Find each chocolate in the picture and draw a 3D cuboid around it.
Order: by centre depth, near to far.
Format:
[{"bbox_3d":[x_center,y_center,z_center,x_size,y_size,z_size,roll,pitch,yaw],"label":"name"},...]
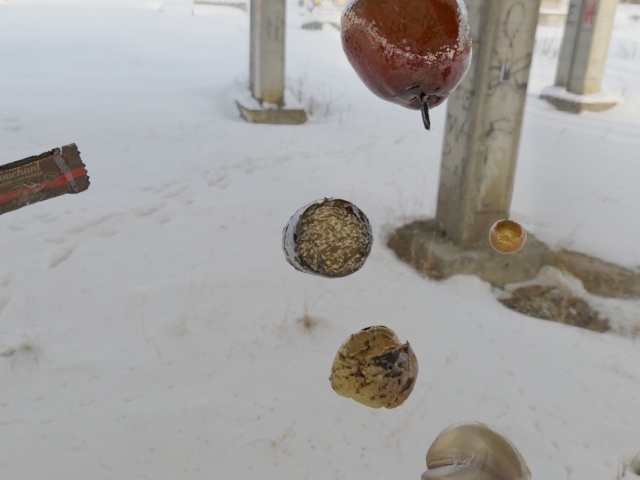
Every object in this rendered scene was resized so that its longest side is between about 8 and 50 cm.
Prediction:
[{"bbox_3d":[-0.416,-0.077,0.889,0.183,0.086,0.028,-17,40,-20],"label":"chocolate"}]

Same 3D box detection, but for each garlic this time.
[{"bbox_3d":[0.306,0.469,1.297,0.228,0.110,0.217,-12,47,31],"label":"garlic"}]

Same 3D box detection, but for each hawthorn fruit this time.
[{"bbox_3d":[0.199,-0.411,1.426,0.285,0.368,0.284,-11,-12,-2],"label":"hawthorn fruit"}]

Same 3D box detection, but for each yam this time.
[{"bbox_3d":[0.002,0.000,0.623,0.079,0.079,0.141,-1,-2,-10],"label":"yam"}]

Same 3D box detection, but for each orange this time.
[{"bbox_3d":[0.426,-0.009,1.462,0.083,0.083,0.070,13,5,25],"label":"orange"}]

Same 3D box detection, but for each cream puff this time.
[{"bbox_3d":[0.079,0.187,0.938,0.133,0.119,0.104,0,0,-21],"label":"cream puff"}]
